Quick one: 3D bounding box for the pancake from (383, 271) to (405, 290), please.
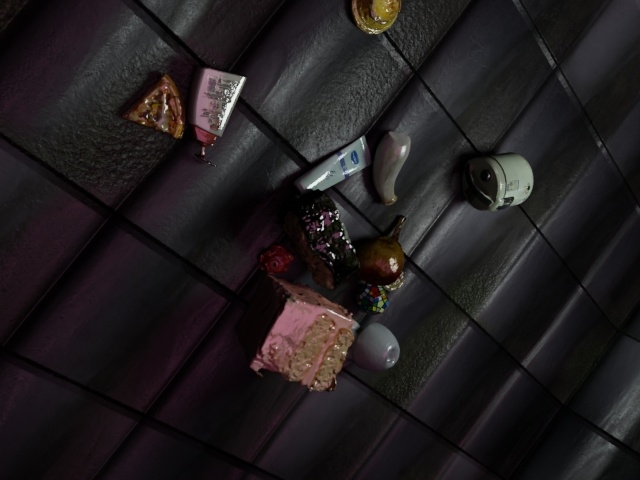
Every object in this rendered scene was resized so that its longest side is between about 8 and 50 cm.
[{"bbox_3d":[0.277,0.136,2.228,0.116,0.023,0.129,-30,114,-18],"label":"pancake"}]

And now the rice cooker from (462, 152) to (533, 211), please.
[{"bbox_3d":[0.673,-0.223,2.211,0.244,0.226,0.225,-10,112,-29],"label":"rice cooker"}]

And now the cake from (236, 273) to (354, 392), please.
[{"bbox_3d":[-0.083,0.298,1.924,0.307,0.314,0.293,24,92,-24],"label":"cake"}]

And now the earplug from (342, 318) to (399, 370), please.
[{"bbox_3d":[0.132,0.398,2.151,0.326,0.175,0.214,4,108,1],"label":"earplug"}]

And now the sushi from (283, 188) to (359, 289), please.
[{"bbox_3d":[0.000,0.000,1.905,0.171,0.211,0.350,-30,130,-10],"label":"sushi"}]

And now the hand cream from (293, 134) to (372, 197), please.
[{"bbox_3d":[0.043,-0.242,1.959,0.321,0.067,0.109,-33,119,-24],"label":"hand cream"}]

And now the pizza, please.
[{"bbox_3d":[-0.471,-0.379,1.624,0.176,0.036,0.184,-8,110,-26],"label":"pizza"}]

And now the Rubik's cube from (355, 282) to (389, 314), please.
[{"bbox_3d":[0.194,0.219,2.157,0.133,0.133,0.111,20,67,-33],"label":"Rubik's cube"}]

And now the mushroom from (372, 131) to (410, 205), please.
[{"bbox_3d":[0.239,-0.251,2.034,0.118,0.103,0.270,1,117,-23],"label":"mushroom"}]

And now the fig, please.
[{"bbox_3d":[0.249,0.035,2.085,0.290,0.191,0.190,-48,123,-5],"label":"fig"}]

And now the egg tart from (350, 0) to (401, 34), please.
[{"bbox_3d":[0.187,-0.758,1.838,0.191,0.074,0.191,-9,109,-27],"label":"egg tart"}]

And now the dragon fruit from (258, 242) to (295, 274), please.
[{"bbox_3d":[-0.145,0.070,1.944,0.126,0.068,0.112,32,92,-33],"label":"dragon fruit"}]

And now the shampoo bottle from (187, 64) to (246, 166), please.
[{"bbox_3d":[-0.322,-0.364,1.694,0.153,0.071,0.284,7,106,-33],"label":"shampoo bottle"}]
